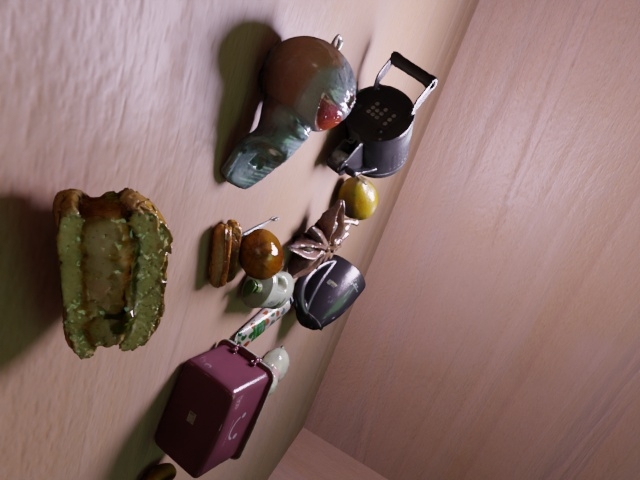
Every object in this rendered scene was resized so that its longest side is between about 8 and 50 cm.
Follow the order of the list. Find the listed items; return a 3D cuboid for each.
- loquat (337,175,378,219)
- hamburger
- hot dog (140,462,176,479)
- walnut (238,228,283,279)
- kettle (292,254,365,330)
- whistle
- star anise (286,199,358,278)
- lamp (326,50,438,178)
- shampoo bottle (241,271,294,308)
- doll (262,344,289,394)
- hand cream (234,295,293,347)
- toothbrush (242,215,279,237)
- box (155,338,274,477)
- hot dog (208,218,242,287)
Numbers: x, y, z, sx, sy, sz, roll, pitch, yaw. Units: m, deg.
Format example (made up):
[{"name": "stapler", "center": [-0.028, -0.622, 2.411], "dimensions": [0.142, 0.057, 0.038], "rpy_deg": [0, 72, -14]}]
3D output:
[{"name": "loquat", "center": [0.135, -0.157, 1.513], "dimensions": [0.152, 0.152, 0.195], "rpy_deg": [-52, 156, -39]}, {"name": "hamburger", "center": [-0.268, 0.037, 0.541], "dimensions": [0.124, 0.131, 0.262], "rpy_deg": [-4, 131, -33]}, {"name": "hot dog", "center": [-0.421, 0.618, 1.082], "dimensions": [0.090, 0.060, 0.140], "rpy_deg": [-59, 157, -5]}, {"name": "walnut", "center": [-0.138, 0.036, 0.990], "dimensions": [0.116, 0.116, 0.207], "rpy_deg": [-61, 174, -12]}, {"name": "kettle", "center": [0.004, 0.201, 1.630], "dimensions": [0.290, 0.207, 0.268], "rpy_deg": [-47, 129, -26]}, {"name": "whistle", "center": [-0.051, -0.234, 0.787], "dimensions": [0.348, 0.189, 0.189], "rpy_deg": [-54, 165, 3]}, {"name": "star anise", "center": [0.001, 0.000, 1.383], "dimensions": [0.349, 0.109, 0.292], "rpy_deg": [-43, 165, -13]}, {"name": "lamp", "center": [0.185, -0.334, 1.295], "dimensions": [0.374, 0.205, 0.272], "rpy_deg": [-49, 161, 6]}, {"name": "shampoo bottle", "center": [-0.150, 0.132, 1.147], "dimensions": [0.118, 0.087, 0.234], "rpy_deg": [-61, 164, -2]}, {"name": "doll", "center": [-0.181, 0.488, 1.546], "dimensions": [0.275, 0.113, 0.155], "rpy_deg": [-27, 136, -64]}, {"name": "hand cream", "center": [-0.179, 0.251, 1.307], "dimensions": [0.276, 0.059, 0.095], "rpy_deg": [-39, 148, -48]}, {"name": "toothbrush", "center": [-0.148, -0.034, 1.034], "dimensions": [0.167, 0.014, 0.011], "rpy_deg": [-37, 131, -59]}, {"name": "box", "center": [-0.268, 0.414, 1.038], "dimensions": [0.167, 0.193, 0.294], "rpy_deg": [4, 111, -65]}, {"name": "hot dog", "center": [-0.204, 0.032, 0.894], "dimensions": [0.071, 0.045, 0.165], "rpy_deg": [-45, 156, -55]}]
